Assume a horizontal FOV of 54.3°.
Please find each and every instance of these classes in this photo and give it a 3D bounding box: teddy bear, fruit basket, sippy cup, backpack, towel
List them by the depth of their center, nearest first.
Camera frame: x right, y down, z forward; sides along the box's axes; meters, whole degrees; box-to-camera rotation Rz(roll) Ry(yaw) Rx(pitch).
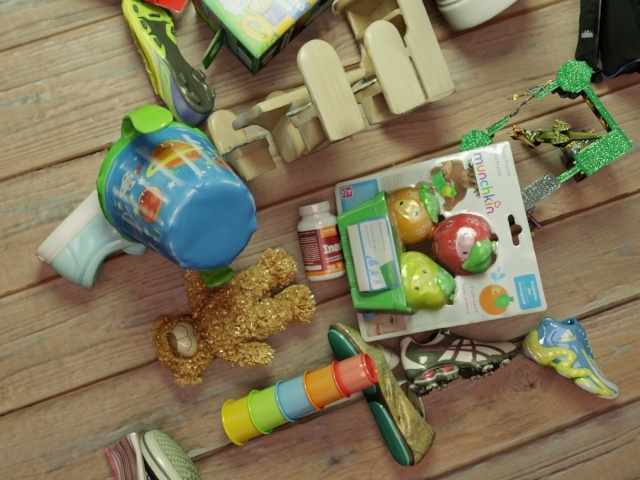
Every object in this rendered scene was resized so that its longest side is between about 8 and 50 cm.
[{"bbox_3d":[-0.229,-0.063,1.062,0.305,0.224,0.240,28,95,-45],"label":"sippy cup"},{"bbox_3d":[0.214,0.006,1.187,0.353,0.165,0.327,-13,83,21],"label":"fruit basket"},{"bbox_3d":[-0.368,0.451,1.188,0.029,0.197,0.144,-7,71,-32],"label":"towel"},{"bbox_3d":[0.647,-0.475,1.213,0.213,0.276,0.264,-11,90,-11],"label":"backpack"},{"bbox_3d":[-0.176,0.150,1.236,0.337,0.113,0.245,-12,94,-6],"label":"teddy bear"}]

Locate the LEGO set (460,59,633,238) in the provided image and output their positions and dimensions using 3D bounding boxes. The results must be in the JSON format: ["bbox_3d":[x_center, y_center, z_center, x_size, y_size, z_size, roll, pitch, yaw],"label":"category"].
[{"bbox_3d":[0.453,-0.187,1.271,0.331,0.192,0.255,-43,79,12],"label":"LEGO set"}]

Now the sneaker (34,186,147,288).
[{"bbox_3d":[-0.364,-0.058,1.196,0.366,0.135,0.150,-43,107,7],"label":"sneaker"}]

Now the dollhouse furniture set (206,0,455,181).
[{"bbox_3d":[0.017,-0.307,1.108,0.394,0.362,0.257,-27,98,-30],"label":"dollhouse furniture set"}]

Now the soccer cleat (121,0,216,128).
[{"bbox_3d":[-0.307,-0.341,1.189,0.093,0.121,0.289,-27,84,-47],"label":"soccer cleat"}]

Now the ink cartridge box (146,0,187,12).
[{"bbox_3d":[-0.341,-0.528,1.145,0.231,0.078,0.134,21,59,-8],"label":"ink cartridge box"}]

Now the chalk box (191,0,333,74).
[{"bbox_3d":[-0.125,-0.438,1.156,0.289,0.180,0.179,-43,98,-3],"label":"chalk box"}]

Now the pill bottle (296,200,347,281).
[{"bbox_3d":[0.000,0.000,1.255,0.086,0.086,0.152,-12,97,-6],"label":"pill bottle"}]

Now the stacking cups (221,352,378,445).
[{"bbox_3d":[-0.039,0.310,1.215,0.316,0.096,0.096,-24,98,19],"label":"stacking cups"}]

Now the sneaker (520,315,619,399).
[{"bbox_3d":[0.558,0.245,1.340,0.240,0.091,0.126,28,90,-7],"label":"sneaker"}]

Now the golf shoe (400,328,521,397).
[{"bbox_3d":[0.295,0.233,1.300,0.272,0.105,0.120,-7,59,-24],"label":"golf shoe"}]

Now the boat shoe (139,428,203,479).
[{"bbox_3d":[-0.260,0.610,1.231,0.156,0.187,0.500,-23,102,-10],"label":"boat shoe"}]

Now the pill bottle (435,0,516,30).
[{"bbox_3d":[0.222,-0.602,1.131,0.224,0.224,0.392,-40,114,-2],"label":"pill bottle"}]

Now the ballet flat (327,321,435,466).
[{"bbox_3d":[0.134,0.299,1.293,0.123,0.123,0.349,-29,97,-4],"label":"ballet flat"}]
